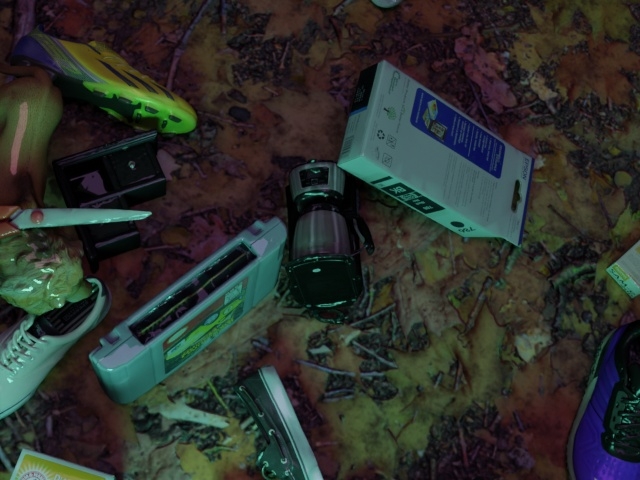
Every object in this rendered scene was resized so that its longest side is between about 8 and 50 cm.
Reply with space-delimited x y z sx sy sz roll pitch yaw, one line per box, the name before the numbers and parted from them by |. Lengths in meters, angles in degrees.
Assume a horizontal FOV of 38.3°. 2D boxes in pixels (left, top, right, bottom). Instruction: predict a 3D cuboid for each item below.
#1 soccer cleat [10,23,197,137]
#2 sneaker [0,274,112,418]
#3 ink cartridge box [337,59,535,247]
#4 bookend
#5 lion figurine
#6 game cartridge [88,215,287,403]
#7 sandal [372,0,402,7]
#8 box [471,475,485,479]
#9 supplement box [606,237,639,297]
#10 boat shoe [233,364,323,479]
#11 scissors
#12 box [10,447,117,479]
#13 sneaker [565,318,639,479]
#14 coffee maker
soccer cleat | -0.314 -0.245 1.375 0.289 0.093 0.121 19 61 -3
sneaker | -0.386 0.136 1.220 0.094 0.091 0.258 39 69 6
ink cartridge box | 0.182 -0.118 1.383 0.333 0.065 0.165 27 65 -29
bookend | -0.282 -0.057 1.320 0.156 0.072 0.157 -20 75 -16
lion figurine | -0.398 -0.095 1.206 0.142 0.240 0.392 2 81 -44
game cartridge | -0.167 0.097 1.216 0.294 0.196 0.060 -38 80 -20
sandal | 0.170 -0.502 1.568 0.102 0.076 0.265 35 89 18
box | 0.164 0.445 1.147 0.247 0.142 0.163 -30 116 -17
supplement box | 0.505 0.035 1.440 0.098 0.036 0.062 -37 80 -20
boat shoe | -0.055 0.280 1.234 0.076 0.080 0.228 -21 74 -10
scissors | -0.355 -0.035 1.094 0.297 0.021 0.109 -17 75 0
box | -0.310 0.326 1.103 0.114 0.203 0.103 18 68 -3
sneaker | 0.432 0.238 1.294 0.102 0.146 0.293 19 68 -3
coffee maker | 0.000 0.000 1.320 0.120 0.171 0.178 7 53 -11
